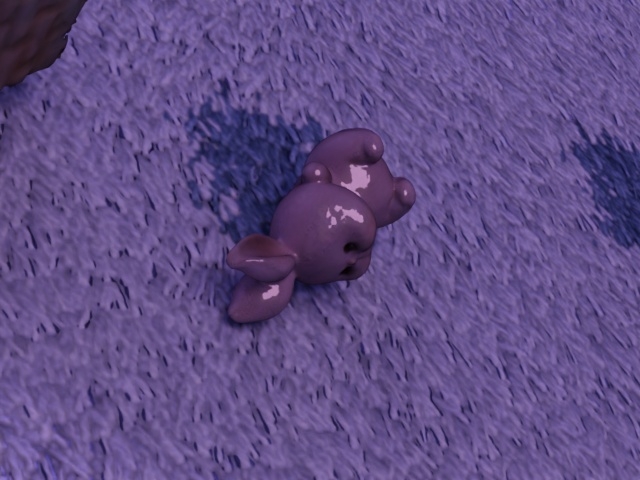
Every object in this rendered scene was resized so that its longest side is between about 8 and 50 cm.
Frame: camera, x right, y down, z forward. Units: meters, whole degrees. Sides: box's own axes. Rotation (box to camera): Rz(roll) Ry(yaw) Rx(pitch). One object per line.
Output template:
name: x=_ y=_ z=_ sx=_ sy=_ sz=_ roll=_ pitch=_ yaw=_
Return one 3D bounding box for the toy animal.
toy animal: x=0.002 y=0.000 z=1.168 sx=0.124 sy=0.124 sz=0.212 roll=37 pitch=51 yaw=-8

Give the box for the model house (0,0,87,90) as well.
model house: x=-0.413 y=-0.302 z=0.902 sx=0.445 sy=0.395 sz=0.400 roll=40 pitch=46 yaw=8
